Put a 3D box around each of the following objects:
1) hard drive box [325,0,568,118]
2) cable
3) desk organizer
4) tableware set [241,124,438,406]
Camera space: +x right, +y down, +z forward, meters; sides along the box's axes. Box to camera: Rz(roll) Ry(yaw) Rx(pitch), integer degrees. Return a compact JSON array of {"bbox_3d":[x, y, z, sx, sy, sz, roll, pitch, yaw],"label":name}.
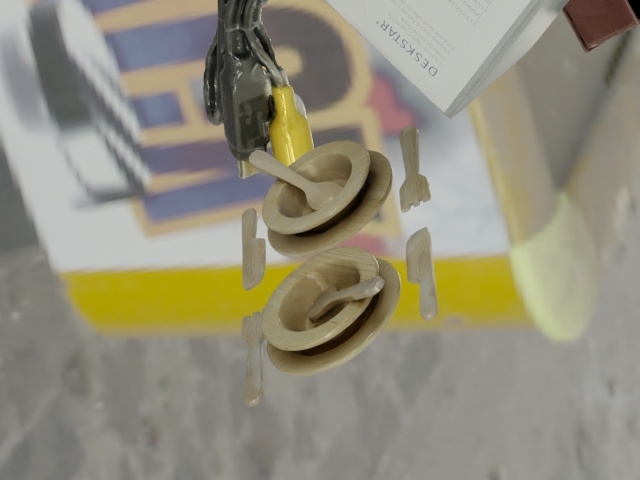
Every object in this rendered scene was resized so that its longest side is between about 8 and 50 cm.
[{"bbox_3d":[0.075,-0.206,1.011,0.181,0.232,0.089,44,51,5],"label":"hard drive box"},{"bbox_3d":[-0.047,-0.158,1.474,0.139,0.072,0.287,-123,-155,-44],"label":"cable"},{"bbox_3d":[0.156,-0.183,1.142,0.047,0.050,0.130,-32,94,-33],"label":"desk organizer"},{"bbox_3d":[0.000,0.000,1.108,0.039,0.128,0.194,52,20,-31],"label":"tableware set"}]
